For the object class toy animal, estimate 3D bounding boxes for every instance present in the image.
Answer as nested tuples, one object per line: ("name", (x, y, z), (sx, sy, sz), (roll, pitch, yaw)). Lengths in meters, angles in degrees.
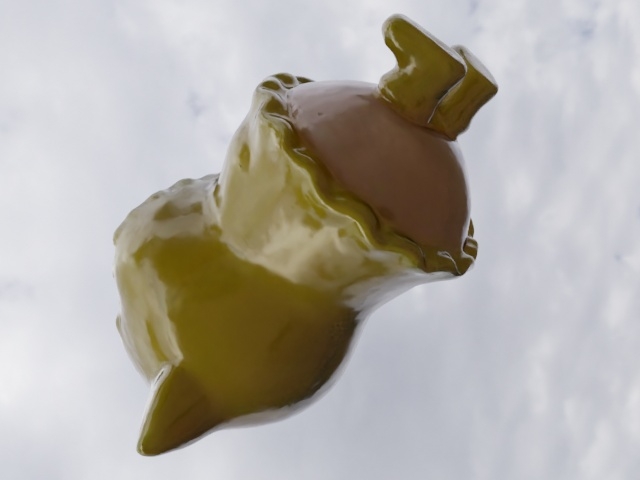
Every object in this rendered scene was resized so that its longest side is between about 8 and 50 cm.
("toy animal", (-0.003, 0.000, 0.435), (0.156, 0.156, 0.229), (11, -59, -48))
